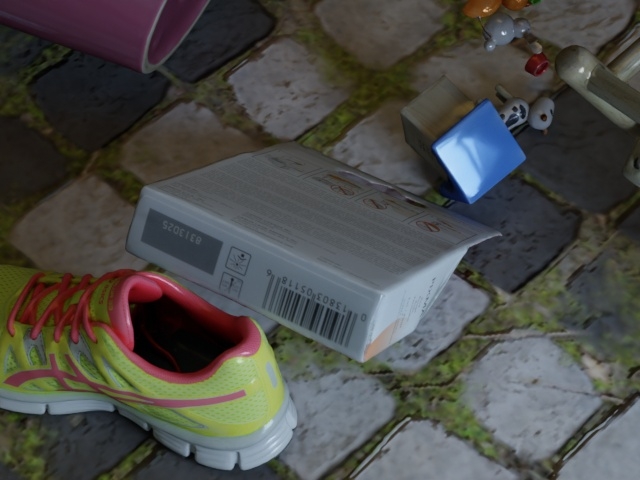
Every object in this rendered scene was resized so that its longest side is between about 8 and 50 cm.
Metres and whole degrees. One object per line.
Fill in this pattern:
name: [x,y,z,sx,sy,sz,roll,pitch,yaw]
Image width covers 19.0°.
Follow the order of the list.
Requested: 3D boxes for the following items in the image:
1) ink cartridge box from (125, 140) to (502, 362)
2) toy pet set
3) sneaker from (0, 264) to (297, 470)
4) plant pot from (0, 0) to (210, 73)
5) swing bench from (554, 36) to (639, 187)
ink cartridge box: [0.000,0.000,1.028,0.145,0.045,0.179,24,17,19]
toy pet set: [0.105,-0.080,1.074,0.114,0.122,0.065,-40,64,-10]
sneaker: [-0.110,0.044,0.978,0.208,0.094,0.081,14,53,13]
plant pot: [-0.147,-0.198,1.132,0.180,0.201,0.201,31,55,4]
swing bench: [0.280,-0.003,0.910,0.165,0.255,0.253,-41,46,-7]
